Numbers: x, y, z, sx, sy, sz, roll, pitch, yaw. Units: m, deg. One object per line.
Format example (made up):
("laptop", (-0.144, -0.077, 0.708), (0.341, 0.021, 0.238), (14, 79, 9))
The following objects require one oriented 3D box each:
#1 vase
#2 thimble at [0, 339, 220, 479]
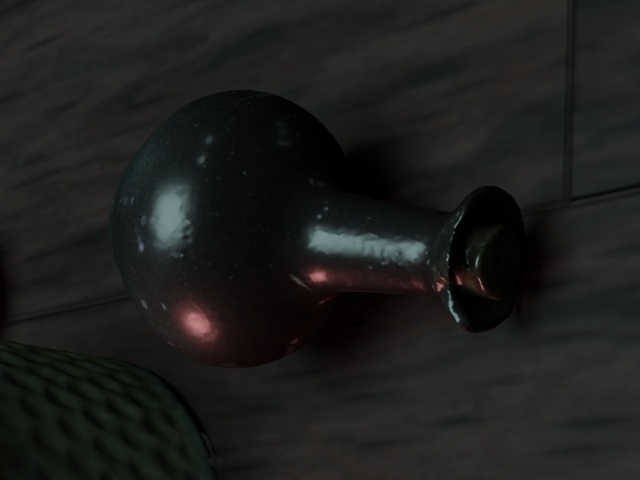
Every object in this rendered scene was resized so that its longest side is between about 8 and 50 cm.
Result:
("vase", (0.000, 0.000, 0.804), (0.183, 0.120, 0.120), (8, 85, 37))
("thimble", (-0.174, 0.175, 0.923), (0.271, 0.150, 0.271), (-18, 66, 47))
